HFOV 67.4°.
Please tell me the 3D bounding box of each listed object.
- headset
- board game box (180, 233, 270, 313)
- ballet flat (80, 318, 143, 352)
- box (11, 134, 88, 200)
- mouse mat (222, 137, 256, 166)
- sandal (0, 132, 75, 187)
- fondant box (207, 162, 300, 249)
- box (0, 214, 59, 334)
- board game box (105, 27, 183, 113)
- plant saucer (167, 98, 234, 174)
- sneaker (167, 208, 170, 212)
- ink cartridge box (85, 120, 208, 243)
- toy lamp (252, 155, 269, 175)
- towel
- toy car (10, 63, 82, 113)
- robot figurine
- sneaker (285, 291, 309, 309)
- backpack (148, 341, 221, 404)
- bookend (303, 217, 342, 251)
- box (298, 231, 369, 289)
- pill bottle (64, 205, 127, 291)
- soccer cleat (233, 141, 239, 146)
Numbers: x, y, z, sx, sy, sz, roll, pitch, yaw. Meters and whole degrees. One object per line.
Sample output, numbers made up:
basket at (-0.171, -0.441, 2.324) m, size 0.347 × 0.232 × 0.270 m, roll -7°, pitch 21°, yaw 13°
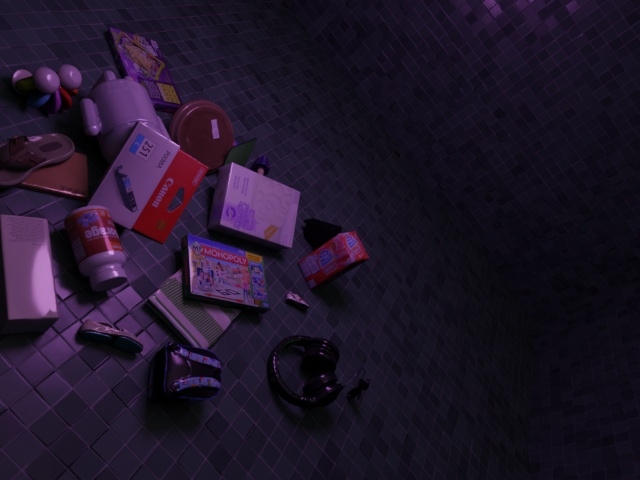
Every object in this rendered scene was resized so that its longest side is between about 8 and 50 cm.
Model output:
headset at (-0.006, 0.476, 1.669) m, size 0.394 × 0.185 × 0.243 m, roll 16°, pitch 44°, yaw -22°
board game box at (-0.311, 0.116, 1.592) m, size 0.317 × 0.046 × 0.213 m, roll 20°, pitch 48°, yaw -44°
ballet flat at (-0.539, 0.246, 1.259) m, size 0.168 × 0.057 × 0.052 m, roll 30°, pitch 32°, yaw -32°
box at (-0.777, -0.207, 1.383) m, size 0.201 × 0.021 × 0.164 m, roll 13°, pitch 52°, yaw -44°
mouse mat at (-0.330, -0.331, 1.915) m, size 0.007 × 0.153 × 0.189 m, roll 38°, pitch 33°, yaw 9°
sandal at (-0.794, -0.241, 1.296) m, size 0.120 × 0.086 × 0.303 m, roll 48°, pitch 35°, yaw -10°
fondant box at (-0.242, -0.119, 1.812) m, size 0.330 × 0.096 × 0.238 m, roll 19°, pitch 72°, yaw -39°
box at (-0.714, 0.080, 1.154) m, size 0.113 × 0.094 × 0.275 m, roll 8°, pitch 56°, yaw -47°
board game box at (-0.679, -0.654, 1.861) m, size 0.208 × 0.056 × 0.347 m, roll -2°, pitch 63°, yaw -55°
plant saucer at (-0.431, -0.381, 1.780) m, size 0.278 × 0.041 × 0.278 m, roll -16°, pitch 113°, yaw -42°
sneaker at (-0.548, -0.128, 1.558) m, size 0.152 × 0.061 × 0.054 m, roll 40°, pitch 35°, yaw -23°
ink cartridge box at (-0.513, -0.166, 1.460) m, size 0.261 × 0.066 × 0.296 m, roll 32°, pitch 85°, yaw -31°
toy lamp at (-0.259, -0.250, 1.994) m, size 0.080 × 0.080 × 0.275 m, roll 34°, pitch 40°, yaw -27°
towel at (-0.375, 0.183, 1.526) m, size 0.248 × 0.038 × 0.325 m, roll 50°, pitch 33°, yaw -10°
toy car at (-0.823, -0.457, 1.458) m, size 0.182 × 0.159 × 0.136 m, roll -45°, pitch 135°, yaw -56°
robot figurine at (-0.625, -0.371, 1.547) m, size 0.300 × 0.200 × 0.353 m, roll -6°, pitch 66°, yaw -52°
sneaker at (-0.084, 0.229, 1.830) m, size 0.109 × 0.040 × 0.044 m, roll 33°, pitch 38°, yaw -29°
backpack at (-0.363, 0.369, 1.308) m, size 0.173 × 0.117 × 0.158 m, roll 21°, pitch 46°, yaw -39°
bookend at (0.000, 0.000, 2.078) m, size 0.072 × 0.156 × 0.157 m, roll -14°, pitch 116°, yaw -54°
box at (0.049, 0.081, 1.922) m, size 0.122 × 0.257 × 0.128 m, roll -10°, pitch 69°, yaw -51°
pill bottle at (-0.606, 0.023, 1.307) m, size 0.121 × 0.121 × 0.216 m, roll -7°, pitch 67°, yaw -52°
soccer cleat at (-0.413, -0.393, 1.893) m, size 0.318 × 0.116 × 0.109 m, roll 11°, pitch 52°, yaw -46°
